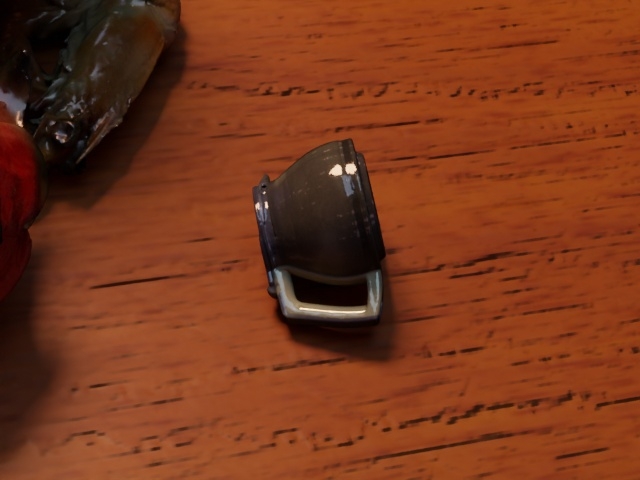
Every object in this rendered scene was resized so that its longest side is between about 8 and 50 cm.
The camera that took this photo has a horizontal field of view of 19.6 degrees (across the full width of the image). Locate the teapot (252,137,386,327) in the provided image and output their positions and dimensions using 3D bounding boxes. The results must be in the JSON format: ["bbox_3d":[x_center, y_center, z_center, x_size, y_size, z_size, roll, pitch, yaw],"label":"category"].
[{"bbox_3d":[0.000,0.000,0.850,0.057,0.066,0.088,-13,73,3],"label":"teapot"}]

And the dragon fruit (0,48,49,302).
[{"bbox_3d":[-0.183,-0.021,0.792,0.130,0.121,0.142,17,23,-5],"label":"dragon fruit"}]

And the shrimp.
[{"bbox_3d":[-0.126,-0.093,0.914,0.099,0.041,0.180,11,49,1],"label":"shrimp"}]
